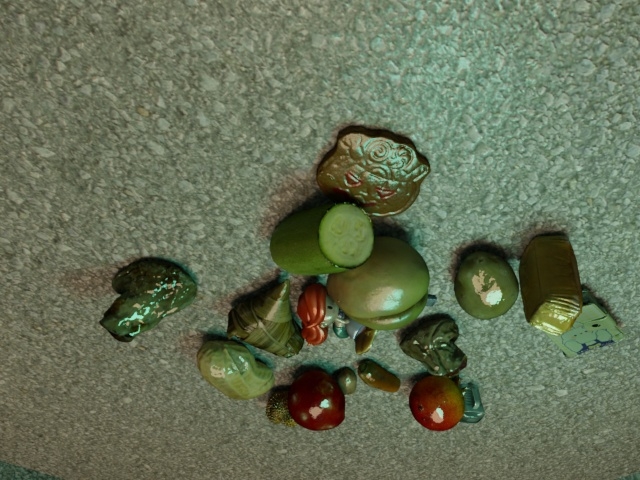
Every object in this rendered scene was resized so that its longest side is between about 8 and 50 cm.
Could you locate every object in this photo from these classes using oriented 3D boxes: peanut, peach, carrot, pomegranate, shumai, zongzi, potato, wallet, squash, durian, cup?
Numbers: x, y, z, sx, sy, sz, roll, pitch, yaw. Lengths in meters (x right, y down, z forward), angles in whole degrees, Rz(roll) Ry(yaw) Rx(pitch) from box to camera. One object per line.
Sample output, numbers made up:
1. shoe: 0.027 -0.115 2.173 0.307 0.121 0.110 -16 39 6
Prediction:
1. peanut: 0.101 0.544 2.142 0.076 0.076 0.152 -1 133 1
2. peach: 0.164 0.120 1.588 0.293 0.247 0.292 16 158 7
3. carrot: 0.219 0.516 2.101 0.087 0.087 0.193 -34 125 30
4. pomegranate: 0.447 0.603 2.118 0.235 0.210 0.210 -33 142 -24
5. shumai: 0.373 0.380 1.886 0.218 0.185 0.184 -24 131 23
6. peach: -0.011 0.600 2.088 0.244 0.199 0.243 28 141 26
7. zongzi: -0.113 0.247 1.803 0.286 0.134 0.288 30 121 -35
8. potato: 0.484 0.134 1.655 0.178 0.160 0.235 -27 118 1
9. shumai: -0.511 0.197 1.692 0.272 0.203 0.222 -22 133 16
10. wallet: 0.849 0.280 1.864 0.223 0.077 0.310 -29 131 31
11. squash: 0.000 0.000 1.510 0.189 0.189 0.261 26 161 -25
12. durian: -0.136 0.662 2.223 0.158 0.136 0.167 11 120 -7
13. peanut: -0.305 0.463 1.998 0.159 0.174 0.340 13 149 40
14. cup: 0.579 0.627 2.183 0.095 0.129 0.128 5 136 -6

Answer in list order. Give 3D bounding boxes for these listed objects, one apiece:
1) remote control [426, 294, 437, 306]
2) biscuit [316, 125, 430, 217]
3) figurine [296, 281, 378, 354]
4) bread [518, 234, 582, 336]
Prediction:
1. remote control: 0.295 0.187 1.803 0.153 0.027 0.043 8 131 -11
2. biscuit: 0.134 -0.162 1.428 0.273 0.049 0.257 17 133 -19
3. figurine: 0.034 0.251 1.771 0.257 0.180 0.208 25 160 -15
4. bread: 0.633 0.118 1.552 0.120 0.288 0.152 13 134 1
